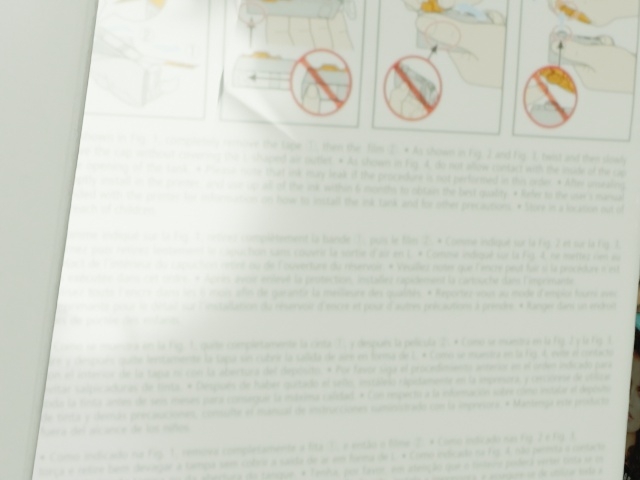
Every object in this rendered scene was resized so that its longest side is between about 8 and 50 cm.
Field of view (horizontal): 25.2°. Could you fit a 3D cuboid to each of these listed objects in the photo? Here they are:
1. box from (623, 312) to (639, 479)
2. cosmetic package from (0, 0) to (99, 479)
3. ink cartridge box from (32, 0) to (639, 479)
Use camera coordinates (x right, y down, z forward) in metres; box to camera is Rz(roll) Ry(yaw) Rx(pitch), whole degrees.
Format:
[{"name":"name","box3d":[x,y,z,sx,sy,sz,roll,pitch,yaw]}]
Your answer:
[{"name":"box","box3d":[0.202,0.169,0.824,0.060,0.100,0.244,-4,117,-20]},{"name":"cosmetic package","box3d":[-0.195,0.023,0.513,0.161,0.230,0.453,3,114,-22]},{"name":"ink cartridge box","box3d":[0.000,0.000,0.673,0.308,0.091,0.385,1,95,-22]}]
